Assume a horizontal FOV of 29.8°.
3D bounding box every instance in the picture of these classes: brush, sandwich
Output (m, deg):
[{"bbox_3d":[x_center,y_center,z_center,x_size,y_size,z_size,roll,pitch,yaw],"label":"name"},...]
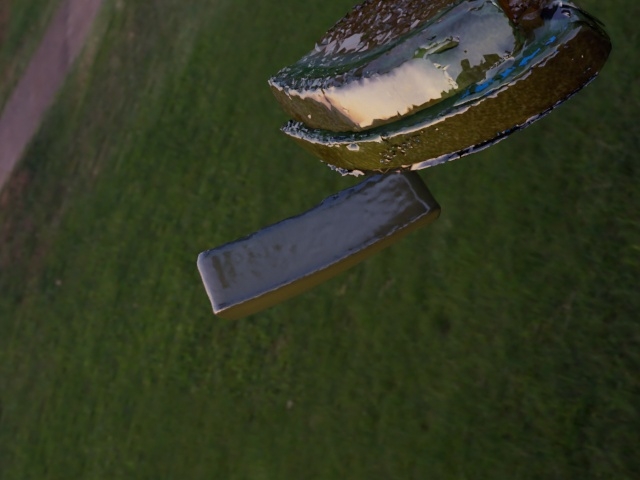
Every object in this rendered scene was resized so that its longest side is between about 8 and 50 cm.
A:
[{"bbox_3d":[0.000,0.000,0.978,0.197,0.123,0.059,-26,86,2],"label":"brush"},{"bbox_3d":[0.071,-0.122,0.746,0.235,0.079,0.159,7,62,54],"label":"sandwich"}]
